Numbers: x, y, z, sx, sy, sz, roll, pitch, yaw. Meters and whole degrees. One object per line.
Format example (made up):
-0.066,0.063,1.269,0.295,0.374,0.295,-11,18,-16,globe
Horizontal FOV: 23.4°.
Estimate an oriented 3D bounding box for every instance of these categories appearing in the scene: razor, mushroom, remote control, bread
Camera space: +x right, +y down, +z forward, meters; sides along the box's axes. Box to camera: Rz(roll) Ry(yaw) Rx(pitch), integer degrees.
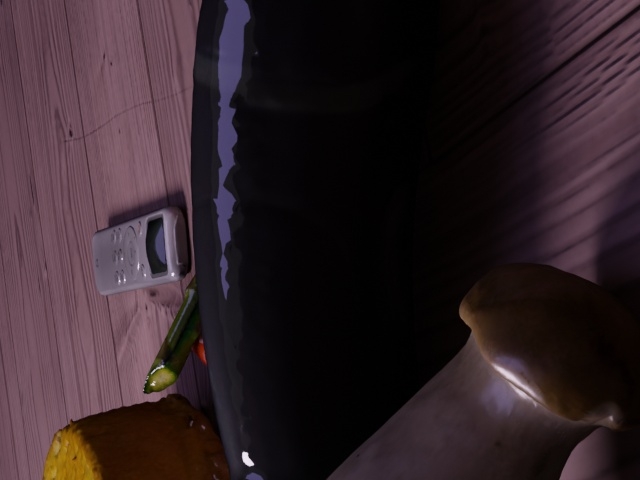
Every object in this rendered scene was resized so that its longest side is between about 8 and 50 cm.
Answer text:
-0.002,-0.001,0.855,0.204,0.113,0.349,-33,-55,-70,razor
0.040,0.170,0.730,0.350,0.128,0.128,-61,32,11,mushroom
-0.175,0.013,1.443,0.261,0.029,0.067,168,97,-67,remote control
-0.143,0.249,1.268,0.268,0.146,0.268,179,90,-65,bread

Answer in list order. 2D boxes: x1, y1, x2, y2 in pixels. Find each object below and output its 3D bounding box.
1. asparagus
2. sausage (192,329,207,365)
-0.086,0.015,1.177,0.027,0.034,0.236,39,111,63,asparagus
-0.073,0.081,1.199,0.050,0.048,0.145,-53,23,-1,sausage
